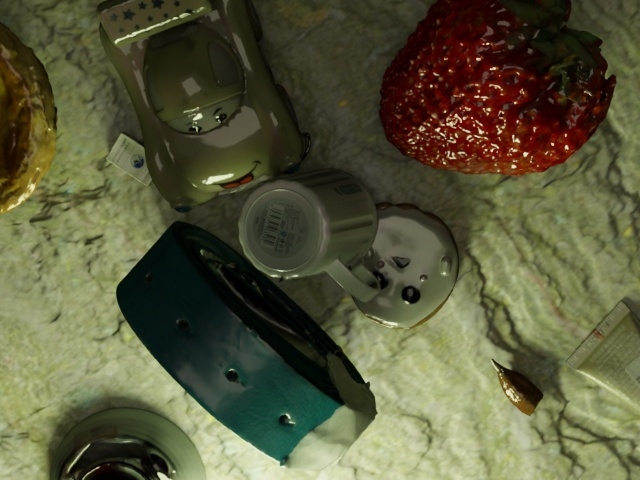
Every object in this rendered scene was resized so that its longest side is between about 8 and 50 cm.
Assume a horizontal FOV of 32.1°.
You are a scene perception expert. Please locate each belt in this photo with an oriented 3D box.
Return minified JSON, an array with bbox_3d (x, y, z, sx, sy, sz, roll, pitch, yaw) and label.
[{"bbox_3d":[-0.112,0.168,1.714,0.436,0.300,0.173,39,101,-3],"label":"belt"}]

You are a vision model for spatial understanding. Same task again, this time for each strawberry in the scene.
[{"bbox_3d":[0.242,-0.220,1.650,0.351,0.267,0.312,-28,104,34],"label":"strawberry"}]

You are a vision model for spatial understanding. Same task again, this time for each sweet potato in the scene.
[{"bbox_3d":[0.317,0.235,1.818,0.049,0.049,0.117,-42,98,11],"label":"sweet potato"}]

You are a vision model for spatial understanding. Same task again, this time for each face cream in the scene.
[{"bbox_3d":[0.571,0.259,1.794,0.341,0.084,0.137,41,99,5],"label":"face cream"}]

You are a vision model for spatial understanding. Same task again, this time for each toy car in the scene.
[{"bbox_3d":[-0.180,-0.227,1.684,0.242,0.226,0.336,-19,97,8],"label":"toy car"}]

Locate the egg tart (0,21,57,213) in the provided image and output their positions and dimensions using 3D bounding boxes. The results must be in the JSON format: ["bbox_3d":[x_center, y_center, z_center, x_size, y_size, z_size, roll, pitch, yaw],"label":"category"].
[{"bbox_3d":[-0.563,-0.198,1.773,0.341,0.129,0.341,1,102,6],"label":"egg tart"}]

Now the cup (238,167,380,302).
[{"bbox_3d":[0.002,-0.015,1.697,0.221,0.202,0.167,21,103,18],"label":"cup"}]

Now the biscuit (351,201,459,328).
[{"bbox_3d":[0.133,0.045,1.800,0.181,0.049,0.208,10,99,4],"label":"biscuit"}]

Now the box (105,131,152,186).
[{"bbox_3d":[-0.301,-0.133,1.815,0.083,0.024,0.054,33,99,-1],"label":"box"}]

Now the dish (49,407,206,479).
[{"bbox_3d":[-0.337,0.430,1.870,0.273,0.134,0.273,1,99,4],"label":"dish"}]
